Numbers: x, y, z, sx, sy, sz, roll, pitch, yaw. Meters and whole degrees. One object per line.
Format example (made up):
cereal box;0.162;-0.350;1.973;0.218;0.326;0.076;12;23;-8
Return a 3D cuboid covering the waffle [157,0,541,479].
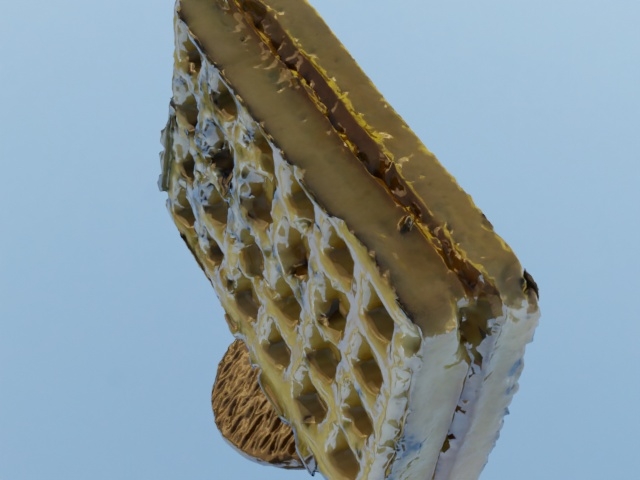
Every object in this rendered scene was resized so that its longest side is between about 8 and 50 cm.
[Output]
waffle;-0.001;0.000;0.933;0.114;0.261;0.376;-19;-126;-22

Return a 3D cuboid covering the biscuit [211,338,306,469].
biscuit;0.020;0.112;1.145;0.262;0.037;0.262;-18;-146;12
